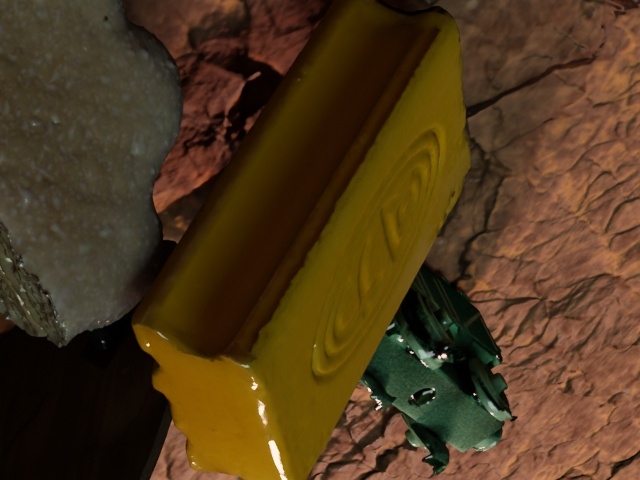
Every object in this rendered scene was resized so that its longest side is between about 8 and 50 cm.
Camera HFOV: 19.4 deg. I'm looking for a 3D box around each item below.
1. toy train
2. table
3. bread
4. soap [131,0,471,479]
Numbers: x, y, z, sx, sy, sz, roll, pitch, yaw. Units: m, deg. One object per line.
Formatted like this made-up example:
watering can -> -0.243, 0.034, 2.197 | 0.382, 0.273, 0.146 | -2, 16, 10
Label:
toy train -> 0.073, 0.085, 1.551 | 0.115, 0.154, 0.269 | -36, 140, 14
table -> -0.295, 0.092, 1.323 | 0.317, 0.317, 0.249 | -40, 127, 17
bread -> -0.189, -0.103, 1.179 | 0.183, 0.102, 0.337 | -43, 122, -28
soap -> 0.000, -0.001, 1.314 | 0.324, 0.096, 0.204 | -60, 156, -27
